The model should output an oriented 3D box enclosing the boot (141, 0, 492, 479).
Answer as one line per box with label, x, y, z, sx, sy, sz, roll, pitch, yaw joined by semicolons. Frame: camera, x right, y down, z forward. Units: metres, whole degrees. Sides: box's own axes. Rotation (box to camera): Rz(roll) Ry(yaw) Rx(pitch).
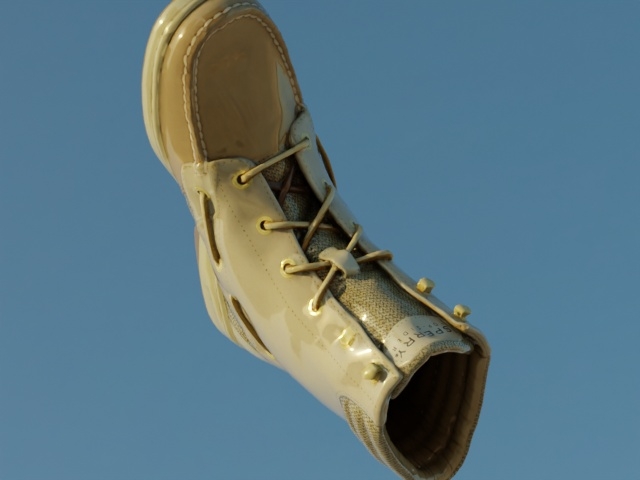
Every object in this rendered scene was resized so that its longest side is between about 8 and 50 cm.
boot;0.000;0.000;1.006;0.095;0.203;0.262;-28;-47;-23
